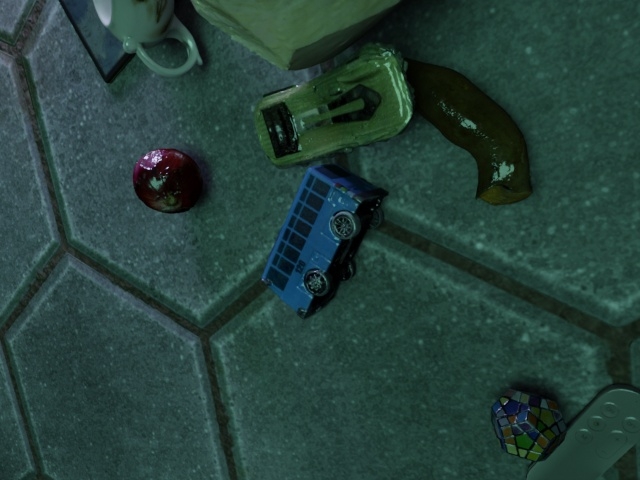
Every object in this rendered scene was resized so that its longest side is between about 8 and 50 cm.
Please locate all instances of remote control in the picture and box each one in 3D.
[{"bbox_3d":[0.399,0.311,0.782,0.077,0.022,0.245,36,117,18],"label":"remote control"}]

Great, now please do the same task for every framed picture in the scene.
[{"bbox_3d":[-0.379,-0.509,0.992,0.347,0.016,0.265,-30,88,32],"label":"framed picture"}]

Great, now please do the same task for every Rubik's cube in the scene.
[{"bbox_3d":[0.309,0.274,0.779,0.111,0.111,0.093,9,80,26],"label":"Rubik's cube"}]

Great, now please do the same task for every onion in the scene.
[{"bbox_3d":[-0.286,-0.112,0.989,0.131,0.131,0.131,8,107,27],"label":"onion"}]

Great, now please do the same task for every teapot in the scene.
[{"bbox_3d":[-0.307,-0.426,0.892,0.204,0.139,0.298,4,110,55],"label":"teapot"}]

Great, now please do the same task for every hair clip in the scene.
[{"bbox_3d":[0.025,-0.198,0.796,0.321,0.091,0.138,-4,112,50],"label":"hair clip"}]

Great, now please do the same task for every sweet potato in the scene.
[{"bbox_3d":[0.189,-0.164,0.733,0.286,0.085,0.112,46,124,11],"label":"sweet potato"}]

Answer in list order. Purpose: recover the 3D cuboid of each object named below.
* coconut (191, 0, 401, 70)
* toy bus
[{"bbox_3d":[-0.024,-0.414,0.617,0.415,0.415,0.344,36,86,16],"label":"coconut"},{"bbox_3d":[0.000,0.000,0.865,0.133,0.116,0.234,34,115,18],"label":"toy bus"}]
